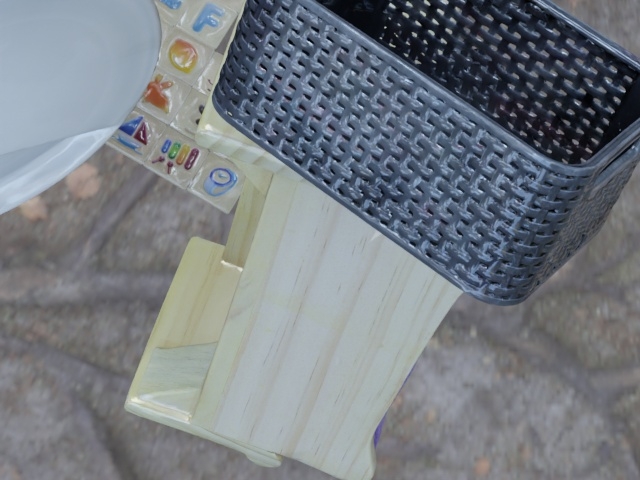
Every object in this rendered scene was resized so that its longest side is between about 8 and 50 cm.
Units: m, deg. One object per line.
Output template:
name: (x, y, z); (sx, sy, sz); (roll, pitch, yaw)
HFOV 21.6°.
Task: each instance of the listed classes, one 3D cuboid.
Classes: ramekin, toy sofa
ramekin: (-0.254, -0.130, 1.145); (0.273, 0.273, 0.127); (-47, 66, 25)
toy sofa: (0.000, 0.000, 1.042); (0.177, 0.150, 0.362); (18, 146, -1)

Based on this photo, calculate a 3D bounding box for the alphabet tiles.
alphabet tiles: (-0.130, -0.160, 1.377); (0.237, 0.198, 0.009); (30, 160, -1)

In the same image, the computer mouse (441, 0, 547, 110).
computer mouse: (0.090, -0.154, 1.611); (0.184, 0.060, 0.262); (19, 132, -22)

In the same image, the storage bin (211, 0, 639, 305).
storage bin: (0.056, -0.067, 0.779); (0.180, 0.122, 0.084); (37, 129, 15)
